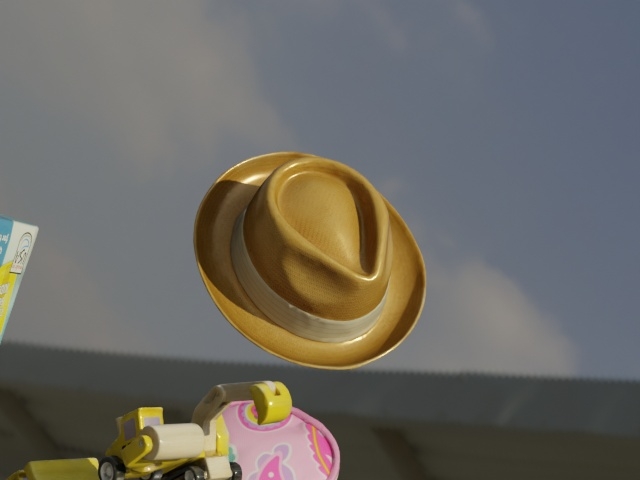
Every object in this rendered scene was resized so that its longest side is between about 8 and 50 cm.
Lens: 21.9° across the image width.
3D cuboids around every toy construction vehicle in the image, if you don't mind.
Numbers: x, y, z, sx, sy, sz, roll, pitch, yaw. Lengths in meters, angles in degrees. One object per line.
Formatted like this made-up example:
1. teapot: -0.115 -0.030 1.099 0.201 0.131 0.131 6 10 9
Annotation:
1. toy construction vehicle: -0.069 0.080 0.626 0.098 0.086 0.035 -36 -116 41

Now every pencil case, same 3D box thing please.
1. pencil case: -0.061 0.239 1.282 0.124 0.124 0.284 41 -33 22

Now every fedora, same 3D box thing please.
1. fedora: 0.000 0.000 1.248 0.194 0.194 0.079 45 -32 12

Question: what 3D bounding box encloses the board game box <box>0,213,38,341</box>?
1. board game box: -0.418 0.122 1.689 0.079 0.336 0.254 18 -1 13
